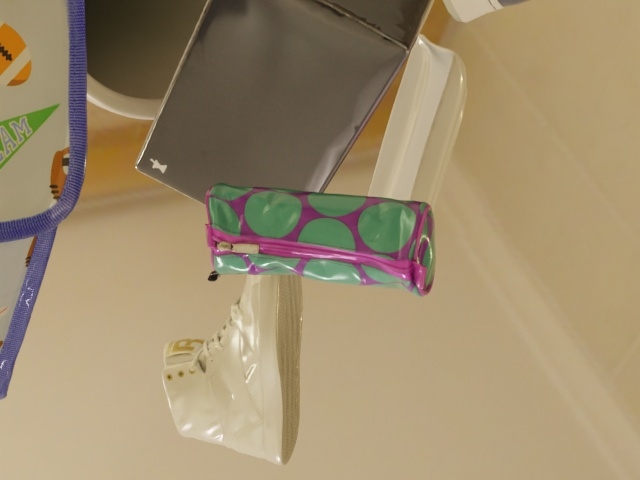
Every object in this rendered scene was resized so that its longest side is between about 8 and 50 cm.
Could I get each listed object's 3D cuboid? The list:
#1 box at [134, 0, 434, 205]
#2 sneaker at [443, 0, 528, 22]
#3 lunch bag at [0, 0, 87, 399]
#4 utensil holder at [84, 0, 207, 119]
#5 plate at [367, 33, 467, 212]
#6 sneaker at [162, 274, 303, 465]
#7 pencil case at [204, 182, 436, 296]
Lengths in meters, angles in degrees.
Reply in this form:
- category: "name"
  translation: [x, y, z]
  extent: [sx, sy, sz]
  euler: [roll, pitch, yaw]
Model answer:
- category: "box"
  translation: [-0.009, -0.206, 1.331]
  extent: [0.182, 0.296, 0.294]
  euler: [28, -132, -4]
- category: "sneaker"
  translation: [0.125, -0.223, 0.649]
  extent: [0.163, 0.086, 0.226]
  euler: [-13, -108, 22]
- category: "lunch bag"
  translation: [-0.358, -0.046, 0.990]
  extent: [0.327, 0.385, 0.239]
  euler: [-6, -136, -38]
- category: "utensil holder"
  translation: [-0.284, -0.336, 1.599]
  extent: [0.327, 0.328, 0.385]
  euler: [-25, -149, -36]
- category: "plate"
  translation: [0.121, -0.111, 1.753]
  extent: [0.045, 0.278, 0.277]
  euler: [15, -169, -9]
- category: "sneaker"
  translation: [-0.111, 0.123, 1.642]
  extent: [0.169, 0.293, 0.108]
  euler: [10, -156, 15]
- category: "pencil case"
  translation: [0.000, 0.000, 0.915]
  extent: [0.151, 0.064, 0.070]
  euler: [5, -156, 12]
